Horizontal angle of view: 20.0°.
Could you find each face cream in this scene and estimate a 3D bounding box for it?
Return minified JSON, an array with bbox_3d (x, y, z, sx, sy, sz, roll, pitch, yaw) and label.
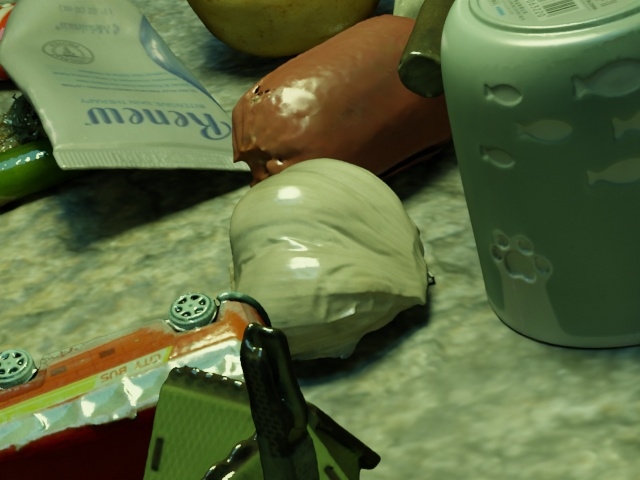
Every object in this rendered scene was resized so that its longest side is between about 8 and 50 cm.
[{"bbox_3d":[-0.234,-0.167,1.992,0.234,0.137,0.420,2,28,-28],"label":"face cream"}]

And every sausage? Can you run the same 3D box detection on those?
[{"bbox_3d":[0.036,-0.127,1.785,0.279,0.152,0.152,-29,31,-32],"label":"sausage"}]

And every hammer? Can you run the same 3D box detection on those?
[{"bbox_3d":[0.112,-0.214,1.741,0.168,0.044,0.440,15,22,3],"label":"hammer"}]

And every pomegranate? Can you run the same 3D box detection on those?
[{"bbox_3d":[-0.041,-0.337,2.087,0.264,0.264,0.264,-12,29,7],"label":"pomegranate"}]

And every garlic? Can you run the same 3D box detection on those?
[{"bbox_3d":[0.000,0.000,1.601,0.178,0.143,0.229,-10,21,13],"label":"garlic"}]

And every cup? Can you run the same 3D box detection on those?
[{"bbox_3d":[0.282,-0.098,1.490,0.356,0.274,0.259,-5,32,21],"label":"cup"}]

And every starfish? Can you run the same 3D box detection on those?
[{"bbox_3d":[-0.369,-0.128,2.090,0.247,0.050,0.138,-29,32,-33],"label":"starfish"}]

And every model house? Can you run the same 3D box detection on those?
[{"bbox_3d":[-0.059,0.153,1.223,0.218,0.279,0.205,10,36,36],"label":"model house"}]

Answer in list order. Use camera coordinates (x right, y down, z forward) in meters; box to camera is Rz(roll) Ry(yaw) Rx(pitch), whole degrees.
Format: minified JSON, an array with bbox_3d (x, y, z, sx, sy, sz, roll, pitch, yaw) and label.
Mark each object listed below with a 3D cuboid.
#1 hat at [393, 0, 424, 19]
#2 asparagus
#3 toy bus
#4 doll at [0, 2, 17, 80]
[{"bbox_3d":[0.199,-0.272,1.978,0.219,0.164,0.226,-27,12,-19],"label":"hat"},{"bbox_3d":[-0.353,-0.064,1.962,0.277,0.060,0.067,-22,41,-10],"label":"asparagus"},{"bbox_3d":[-0.155,0.139,1.465,0.265,0.121,0.120,-17,38,-5],"label":"toy bus"},{"bbox_3d":[-0.471,-0.245,2.304,0.336,0.105,0.200,4,36,18],"label":"doll"}]
